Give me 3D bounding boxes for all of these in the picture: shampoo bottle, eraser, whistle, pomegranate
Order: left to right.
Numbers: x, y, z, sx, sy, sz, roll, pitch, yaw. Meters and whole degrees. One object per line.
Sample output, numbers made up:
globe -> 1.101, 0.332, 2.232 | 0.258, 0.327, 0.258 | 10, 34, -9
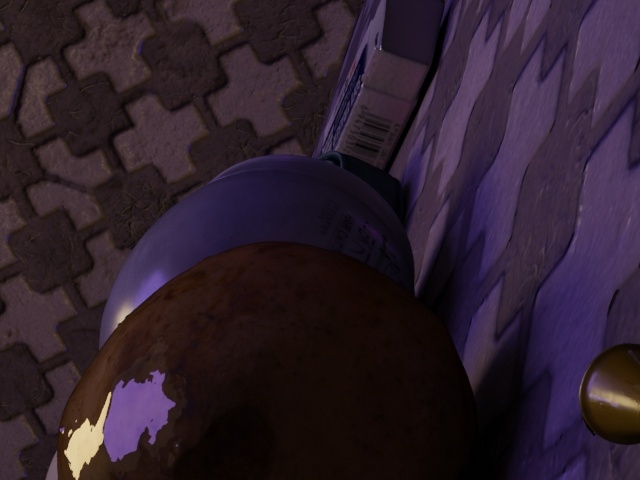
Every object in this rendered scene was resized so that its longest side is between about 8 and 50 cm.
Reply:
shampoo bottle -> -0.048, 0.075, 1.346 | 0.266, 0.273, 0.273 | -63, -4, -55
pomegranate -> -0.035, 0.138, 1.006 | 0.281, 0.281, 0.281 | -162, 90, -85
eraser -> 0.075, -0.182, 1.934 | 0.287, 0.086, 0.130 | 115, 170, -52
whistle -> 0.141, 0.082, 0.623 | 0.057, 0.046, 0.109 | -57, 12, 3

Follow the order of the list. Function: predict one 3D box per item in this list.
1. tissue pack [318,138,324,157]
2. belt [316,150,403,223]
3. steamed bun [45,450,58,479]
tissue pack -> 0.024, -0.074, 2.176 | 0.173, 0.073, 0.236 | 117, 170, -59
belt -> 0.010, 0.027, 1.723 | 0.206, 0.116, 0.268 | -45, 28, 47
steamed bun -> -0.141, 0.268, 1.696 | 0.309, 0.309, 0.309 | -162, 90, -85
